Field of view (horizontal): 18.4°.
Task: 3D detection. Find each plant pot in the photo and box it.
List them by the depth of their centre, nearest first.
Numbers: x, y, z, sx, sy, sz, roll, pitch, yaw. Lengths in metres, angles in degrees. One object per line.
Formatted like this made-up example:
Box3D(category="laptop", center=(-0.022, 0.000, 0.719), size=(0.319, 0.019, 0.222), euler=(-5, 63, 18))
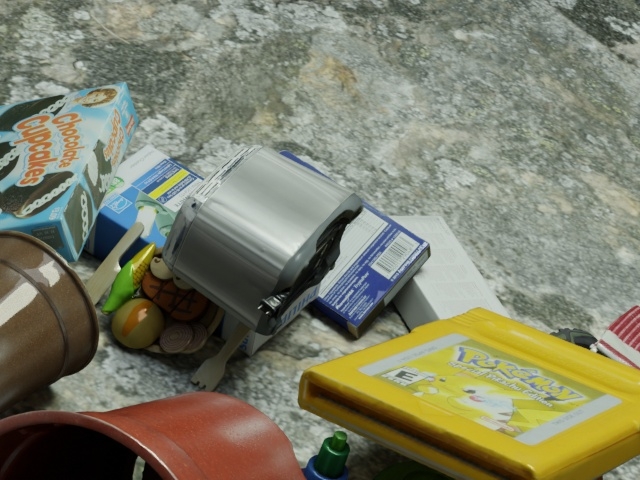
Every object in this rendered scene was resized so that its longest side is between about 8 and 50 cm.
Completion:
Box3D(category="plant pot", center=(-0.151, 0.252, 1.686), size=(0.272, 0.272, 0.265), euler=(30, 18, 17))
Box3D(category="plant pot", center=(-0.331, 0.100, 1.928), size=(0.167, 0.167, 0.165), euler=(30, 40, 17))

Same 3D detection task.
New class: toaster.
Box3D(category="toaster", center=(-0.066, -0.002, 2.081), size=(0.146, 0.129, 0.227), euler=(31, 38, 9))

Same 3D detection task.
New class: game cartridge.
Box3D(category="game cartridge", center=(0.184, 0.158, 1.993), size=(0.285, 0.053, 0.323), euler=(21, 24, 33))

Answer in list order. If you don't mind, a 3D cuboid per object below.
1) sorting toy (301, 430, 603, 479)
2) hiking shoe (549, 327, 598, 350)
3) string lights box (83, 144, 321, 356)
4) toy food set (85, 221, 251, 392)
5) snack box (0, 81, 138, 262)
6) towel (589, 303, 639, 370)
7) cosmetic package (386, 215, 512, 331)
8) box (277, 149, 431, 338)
Box3D(category="sorting toy", center=(0.146, 0.234, 1.999), size=(0.365, 0.126, 0.127), euler=(5, 34, -23))
Box3D(category="hiking shoe", center=(0.253, 0.177, 2.206), size=(0.227, 0.086, 0.114), euler=(-22, 66, -42))
Box3D(category="string lights box", center=(-0.138, 0.009, 2.222), size=(0.259, 0.077, 0.133), euler=(31, 45, 19))
Box3D(category="toy food set", center=(-0.163, 0.064, 2.113), size=(0.192, 0.038, 0.132), euler=(31, 78, 19))
Box3D(category="snack box", center=(-0.327, -0.067, 2.192), size=(0.187, 0.060, 0.322), euler=(-9, 29, 13))
Box3D(category="towel", center=(0.474, 0.137, 2.298), size=(0.237, 0.037, 0.329), euler=(36, 35, 19))
Box3D(category="cosmetic package", center=(0.140, 0.062, 2.321), size=(0.099, 0.060, 0.239), euler=(-1, 37, -25))
Box3D(category="box", center=(0.000, 0.000, 2.300), size=(0.225, 0.036, 0.136), euler=(35, 71, 22))
